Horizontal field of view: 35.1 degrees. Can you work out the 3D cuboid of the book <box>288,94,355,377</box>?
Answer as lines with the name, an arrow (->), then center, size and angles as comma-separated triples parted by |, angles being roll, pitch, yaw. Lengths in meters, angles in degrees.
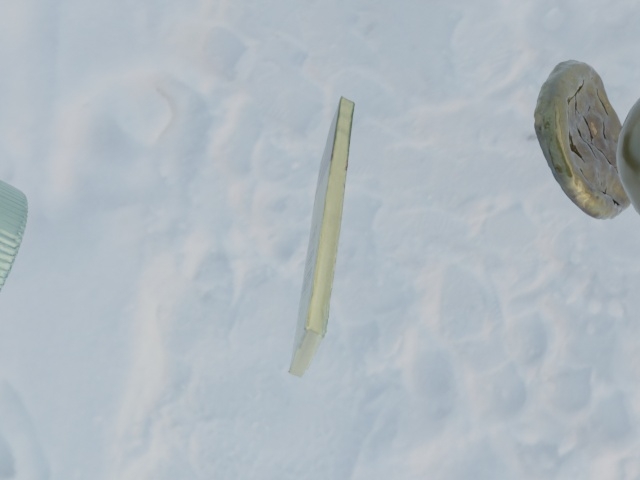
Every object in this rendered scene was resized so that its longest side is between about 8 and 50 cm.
book -> 0.000, 0.000, 1.192 | 0.026, 0.289, 0.201 | 10, 159, -5

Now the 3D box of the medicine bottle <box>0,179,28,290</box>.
medicine bottle -> -0.402, -0.039, 0.769 | 0.318, 0.158, 0.158 | 30, 129, -33

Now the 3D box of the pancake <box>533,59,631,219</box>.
pancake -> 0.439, -0.163, 1.654 | 0.049, 0.294, 0.294 | -17, 101, 39

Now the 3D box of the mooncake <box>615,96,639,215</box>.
mooncake -> 0.532, -0.081, 0.957 | 0.467, 0.262, 0.467 | 28, 138, 29
